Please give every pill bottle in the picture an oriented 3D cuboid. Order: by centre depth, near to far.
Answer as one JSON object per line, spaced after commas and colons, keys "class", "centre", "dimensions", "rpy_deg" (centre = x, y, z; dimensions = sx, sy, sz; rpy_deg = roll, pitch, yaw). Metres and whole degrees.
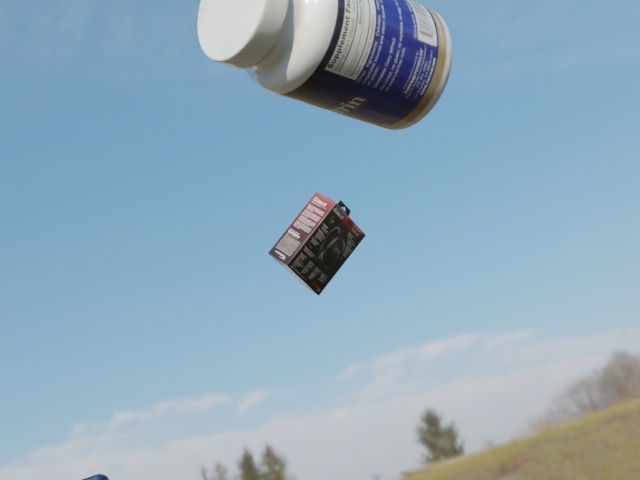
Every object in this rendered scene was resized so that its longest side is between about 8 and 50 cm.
{"class": "pill bottle", "centre": [0.006, -0.224, 1.266], "dimensions": [0.264, 0.153, 0.153], "rpy_deg": [13, -31, -37]}

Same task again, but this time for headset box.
{"class": "headset box", "centre": [0.000, 0.000, 1.075], "dimensions": [0.083, 0.032, 0.062], "rpy_deg": [-53, -43, -7]}

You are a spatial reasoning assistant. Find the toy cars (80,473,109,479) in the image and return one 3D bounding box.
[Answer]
{"class": "toy cars", "centre": [-0.084, 0.253, 0.621], "dimensions": [0.087, 0.393, 0.176], "rpy_deg": [-30, -38, -49]}
